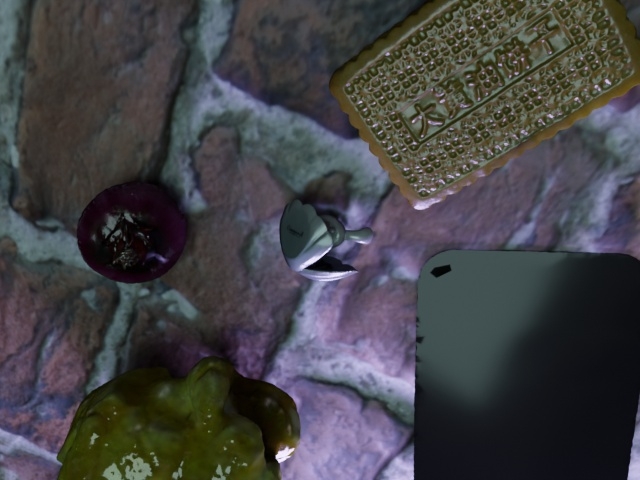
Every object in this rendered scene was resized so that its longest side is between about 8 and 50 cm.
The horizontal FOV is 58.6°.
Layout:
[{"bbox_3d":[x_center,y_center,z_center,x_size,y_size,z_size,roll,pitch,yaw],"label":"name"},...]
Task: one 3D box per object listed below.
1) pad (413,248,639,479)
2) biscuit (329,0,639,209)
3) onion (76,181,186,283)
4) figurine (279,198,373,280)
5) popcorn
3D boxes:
[{"bbox_3d":[0.267,0.185,0.671,0.314,0.063,0.376,3,106,10],"label":"pad"},{"bbox_3d":[0.151,-0.150,0.524,0.254,0.029,0.172,-32,106,22],"label":"biscuit"},{"bbox_3d":[-0.203,-0.005,0.617,0.115,0.104,0.115,-4,118,-7],"label":"onion"},{"bbox_3d":[0.000,0.000,0.602,0.094,0.086,0.082,26,108,44],"label":"figurine"},{"bbox_3d":[-0.166,0.253,0.670,0.276,0.226,0.277,-11,140,-10],"label":"popcorn"}]
